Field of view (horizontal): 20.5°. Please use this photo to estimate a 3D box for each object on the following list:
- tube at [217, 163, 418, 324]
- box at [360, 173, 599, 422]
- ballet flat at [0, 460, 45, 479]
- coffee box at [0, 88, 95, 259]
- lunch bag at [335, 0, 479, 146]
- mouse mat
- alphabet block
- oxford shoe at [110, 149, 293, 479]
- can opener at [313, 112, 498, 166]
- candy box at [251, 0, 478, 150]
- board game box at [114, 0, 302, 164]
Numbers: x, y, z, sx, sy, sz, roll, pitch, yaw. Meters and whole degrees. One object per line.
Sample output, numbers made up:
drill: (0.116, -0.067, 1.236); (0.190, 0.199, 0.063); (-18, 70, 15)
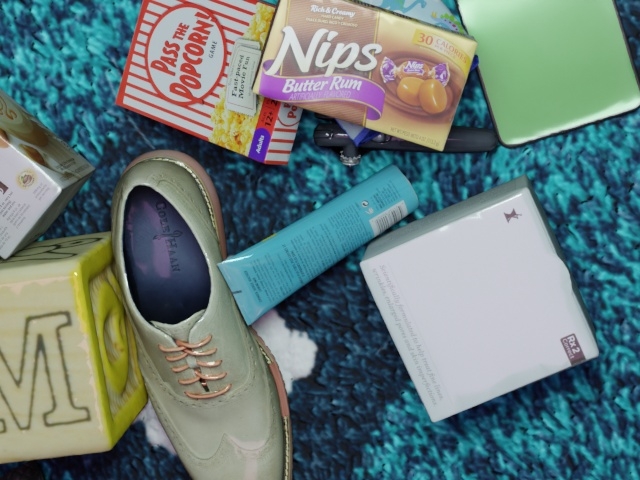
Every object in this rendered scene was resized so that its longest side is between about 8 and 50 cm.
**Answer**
tube: (0.000, 0.000, 1.749); (0.207, 0.052, 0.080); (-33, 118, -11)
box: (0.158, 0.055, 1.745); (0.182, 0.119, 0.181); (-23, 96, 9)
ballet flat: (-0.368, 0.285, 1.882); (0.173, 0.049, 0.057); (-20, 142, 9)
coffee box: (-0.361, -0.106, 1.760); (0.246, 0.141, 0.098); (40, 101, -2)
lunch bag: (0.058, -0.183, 1.714); (0.151, 0.096, 0.129); (-37, 76, 0)
mouse mat: (0.224, -0.199, 1.752); (0.153, 0.007, 0.189); (-17, 96, 8)
alphabet block: (-0.298, 0.107, 1.766); (0.197, 0.192, 0.193); (-7, 101, 8)
oxford shoe: (-0.132, 0.111, 1.769); (0.141, 0.146, 0.397); (-19, 97, 8)
can opener: (0.084, -0.105, 1.755); (0.186, 0.059, 0.073); (7, 100, 5)
candy box: (0.040, -0.163, 1.632); (0.187, 0.053, 0.109); (17, 101, -5)
board game box: (-0.099, -0.173, 1.730); (0.193, 0.045, 0.146); (22, 102, 30)
